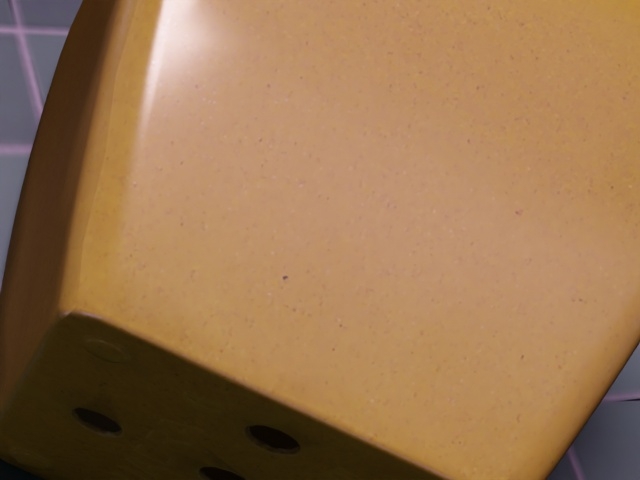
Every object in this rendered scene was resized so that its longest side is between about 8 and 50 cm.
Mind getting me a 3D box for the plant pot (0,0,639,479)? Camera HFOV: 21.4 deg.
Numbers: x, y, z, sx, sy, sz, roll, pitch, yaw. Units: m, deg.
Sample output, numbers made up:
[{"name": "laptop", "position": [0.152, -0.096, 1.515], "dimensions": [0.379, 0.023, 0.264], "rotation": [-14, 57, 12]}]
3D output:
[{"name": "plant pot", "position": [0.000, 0.000, 0.566], "dimensions": [0.212, 0.212, 0.187], "rotation": [25, 61, -10]}]
